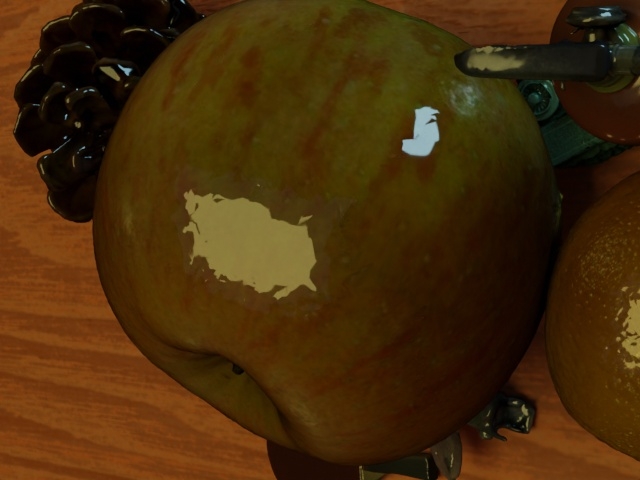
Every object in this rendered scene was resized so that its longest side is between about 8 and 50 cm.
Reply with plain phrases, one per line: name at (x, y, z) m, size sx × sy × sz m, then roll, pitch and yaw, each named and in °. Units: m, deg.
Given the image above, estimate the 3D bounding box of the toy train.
toy train at (0.237, -0.120, 1.121) m, size 0.172 × 0.070 × 0.099 m, roll -27°, pitch 90°, yaw 39°

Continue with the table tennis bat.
table tennis bat at (0.027, 0.219, 1.378) m, size 0.220 × 0.019 × 0.130 m, roll 1°, pitch 97°, yaw 41°

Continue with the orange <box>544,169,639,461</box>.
orange at (0.279, 0.057, 1.016) m, size 0.236 × 0.236 × 0.236 m, roll 7°, pitch 102°, yaw 39°

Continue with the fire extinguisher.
fire extinguisher at (0.271, -0.132, 0.885) m, size 0.200 × 0.376 × 0.113 m, roll -14°, pitch 89°, yaw 43°

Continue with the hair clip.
hair clip at (0.114, 0.135, 1.271) m, size 0.187 × 0.056 × 0.146 m, roll 26°, pitch 106°, yaw 37°

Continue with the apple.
apple at (0.000, 0.000, 1.102) m, size 0.400 × 0.333 × 0.400 m, roll 15°, pitch 140°, yaw 13°

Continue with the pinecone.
pinecone at (-0.192, -0.125, 1.354) m, size 0.244 × 0.309 × 0.244 m, roll 6°, pitch 121°, yaw 10°
